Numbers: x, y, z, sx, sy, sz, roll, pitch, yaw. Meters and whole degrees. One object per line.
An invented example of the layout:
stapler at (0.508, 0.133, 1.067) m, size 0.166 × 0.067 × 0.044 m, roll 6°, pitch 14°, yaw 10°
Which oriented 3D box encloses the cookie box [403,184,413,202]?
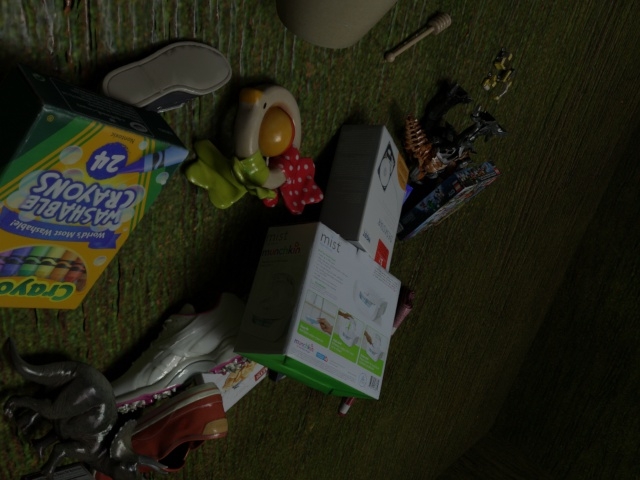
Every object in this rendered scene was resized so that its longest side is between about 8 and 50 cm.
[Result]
cookie box at (0.144, -0.098, 1.473) m, size 0.092 × 0.040 × 0.107 m, roll -58°, pitch 149°, yaw 6°

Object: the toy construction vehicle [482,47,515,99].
toy construction vehicle at (0.422, -0.384, 1.582) m, size 0.098 × 0.035 × 0.086 m, roll -58°, pitch 149°, yaw 5°

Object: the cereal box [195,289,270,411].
cereal box at (-0.172, 0.229, 1.349) m, size 0.173 × 0.047 × 0.240 m, roll -39°, pitch 146°, yaw -27°

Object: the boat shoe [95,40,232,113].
boat shoe at (-0.207, -0.206, 0.890) m, size 0.206 × 0.075 × 0.065 m, roll -32°, pitch -174°, yaw -42°

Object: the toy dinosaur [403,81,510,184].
toy dinosaur at (0.263, -0.205, 1.443) m, size 0.218 × 0.164 × 0.322 m, roll -45°, pitch 174°, yaw 16°

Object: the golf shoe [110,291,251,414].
golf shoe at (-0.249, 0.193, 1.167) m, size 0.306 × 0.140 × 0.115 m, roll -22°, pitch 168°, yaw -12°

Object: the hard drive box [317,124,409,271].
hard drive box at (0.083, -0.072, 1.277) m, size 0.181 × 0.089 × 0.232 m, roll 45°, pitch 54°, yaw -58°

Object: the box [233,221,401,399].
box at (0.008, 0.126, 1.174) m, size 0.262 × 0.127 × 0.231 m, roll 34°, pitch 61°, yaw -43°

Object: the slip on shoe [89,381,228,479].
slip on shoe at (-0.288, 0.365, 1.190) m, size 0.331 × 0.101 × 0.123 m, roll -36°, pitch 160°, yaw 24°

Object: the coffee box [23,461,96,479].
coffee box at (-0.384, 0.531, 1.108) m, size 0.119 × 0.297 × 0.168 m, roll 5°, pitch 115°, yaw -59°

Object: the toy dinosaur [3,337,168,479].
toy dinosaur at (-0.374, 0.259, 1.036) m, size 0.160 × 0.121 × 0.313 m, roll -28°, pitch 107°, yaw -21°

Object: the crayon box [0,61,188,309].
crayon box at (-0.328, -0.025, 0.791) m, size 0.323 × 0.083 × 0.203 m, roll -50°, pitch 152°, yaw 18°

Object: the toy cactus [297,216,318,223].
toy cactus at (0.000, 0.000, 1.340) m, size 0.180 × 0.112 × 0.219 m, roll -66°, pitch 150°, yaw -19°

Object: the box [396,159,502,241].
box at (0.290, -0.091, 1.578) m, size 0.159 × 0.044 × 0.233 m, roll -20°, pitch 163°, yaw -43°

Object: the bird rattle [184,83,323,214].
bird rattle at (-0.072, -0.138, 1.064) m, size 0.253 × 0.143 × 0.207 m, roll -9°, pitch 110°, yaw -54°

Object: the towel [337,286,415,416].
towel at (0.149, 0.282, 1.760) m, size 0.329 × 0.037 × 0.237 m, roll -61°, pitch 174°, yaw 11°

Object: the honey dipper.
honey dipper at (0.180, -0.375, 1.268) m, size 0.161 × 0.030 × 0.030 m, roll -39°, pitch 146°, yaw -20°

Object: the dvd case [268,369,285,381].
dvd case at (-0.018, 0.193, 1.500) m, size 0.239 × 0.030 × 0.179 m, roll -22°, pitch 132°, yaw -56°

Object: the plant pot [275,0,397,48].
plant pot at (0.041, -0.399, 0.878) m, size 0.256 × 0.256 × 0.274 m, roll -28°, pitch 156°, yaw -37°
